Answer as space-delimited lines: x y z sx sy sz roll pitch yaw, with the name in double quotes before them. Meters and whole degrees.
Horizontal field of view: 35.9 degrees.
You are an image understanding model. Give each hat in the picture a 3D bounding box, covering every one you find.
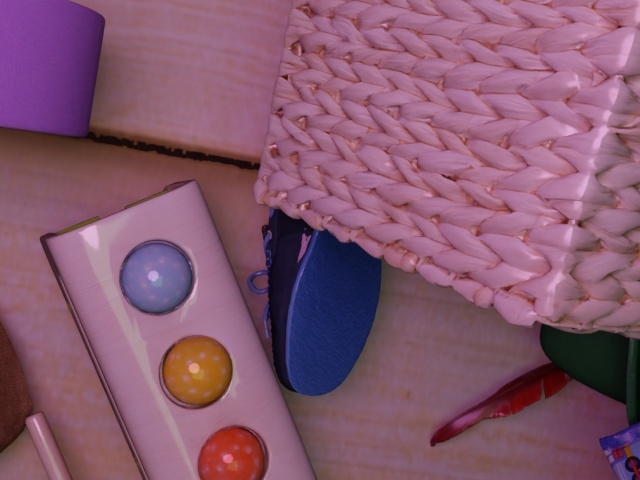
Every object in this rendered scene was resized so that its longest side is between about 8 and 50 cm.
"hat" 0.216 0.078 0.909 0.184 0.208 0.172 8 124 31

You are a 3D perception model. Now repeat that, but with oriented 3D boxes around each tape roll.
"tape roll" -0.292 -0.137 0.677 0.275 0.275 0.090 10 95 -11

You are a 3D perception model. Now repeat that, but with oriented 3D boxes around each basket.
"basket" 0.179 -0.102 0.700 0.331 0.328 0.266 5 103 -38

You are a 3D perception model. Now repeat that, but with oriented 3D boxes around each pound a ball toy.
"pound a ball toy" -0.136 0.136 0.788 0.208 0.136 0.319 -24 100 -20

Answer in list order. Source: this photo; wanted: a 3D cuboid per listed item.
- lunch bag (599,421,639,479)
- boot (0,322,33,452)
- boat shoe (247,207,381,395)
"lunch bag" 0.400 0.257 0.837 0.138 0.220 0.293 -38 141 28
"boot" -0.342 0.049 0.797 0.115 0.112 0.305 -31 101 -31
"boat shoe" 0.000 0.000 0.843 0.109 0.089 0.258 14 84 -37
